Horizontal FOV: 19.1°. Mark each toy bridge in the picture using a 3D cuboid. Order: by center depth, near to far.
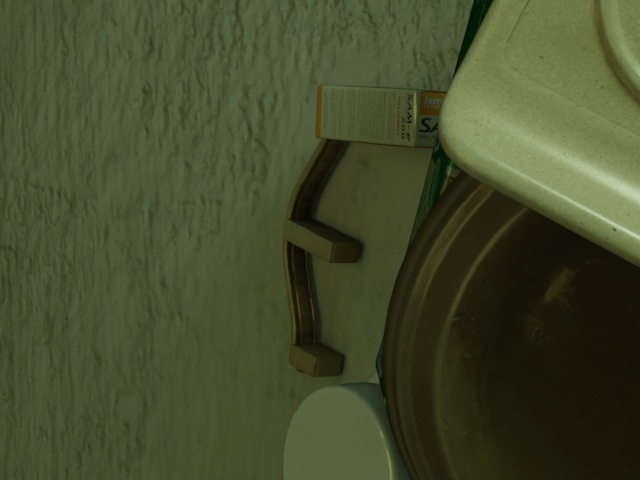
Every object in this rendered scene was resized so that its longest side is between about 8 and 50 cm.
[{"bbox_3d":[0.000,0.000,1.284,0.063,0.026,0.188,27,112,51],"label":"toy bridge"}]

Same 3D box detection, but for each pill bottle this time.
[{"bbox_3d":[0.092,0.115,1.015,0.121,0.216,0.121,3,94,52],"label":"pill bottle"}]

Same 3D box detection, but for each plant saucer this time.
[{"bbox_3d":[0.168,0.059,0.876,0.041,0.278,0.277,-97,19,-71],"label":"plant saucer"}]

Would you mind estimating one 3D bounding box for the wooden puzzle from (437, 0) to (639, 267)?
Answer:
[{"bbox_3d":[0.262,-0.118,0.766,0.322,0.080,0.347,29,101,8],"label":"wooden puzzle"}]

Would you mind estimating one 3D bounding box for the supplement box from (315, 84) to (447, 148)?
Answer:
[{"bbox_3d":[0.050,-0.077,1.188,0.098,0.062,0.036,9,97,52],"label":"supplement box"}]

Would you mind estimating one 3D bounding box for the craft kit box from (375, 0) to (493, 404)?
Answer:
[{"bbox_3d":[0.175,-0.017,0.898,0.061,0.247,0.249,-101,23,-69],"label":"craft kit box"}]
